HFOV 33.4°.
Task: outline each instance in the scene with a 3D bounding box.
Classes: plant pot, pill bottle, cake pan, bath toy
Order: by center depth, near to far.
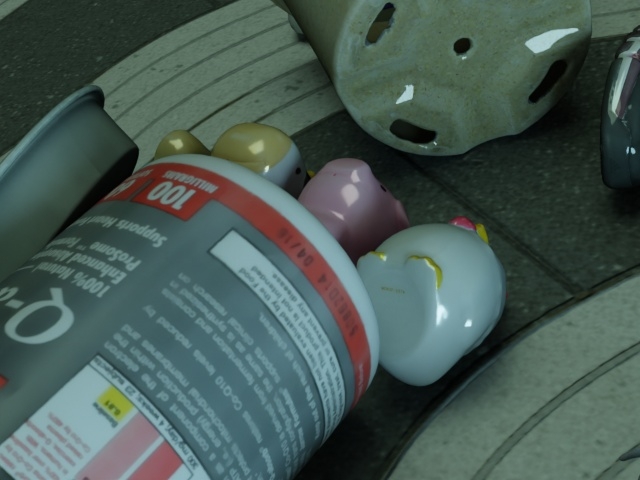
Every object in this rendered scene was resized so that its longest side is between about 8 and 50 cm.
[{"bbox_3d":[-0.144,0.128,0.608,0.210,0.210,0.363,12,44,37],"label":"pill bottle"},{"bbox_3d":[-0.226,0.020,0.792,0.054,0.293,0.293,33,44,-5],"label":"cake pan"},{"bbox_3d":[0.000,0.000,0.809,0.348,0.151,0.129,19,13,41],"label":"bath toy"},{"bbox_3d":[0.093,-0.255,0.982,0.334,0.333,0.305,-17,45,2],"label":"plant pot"}]

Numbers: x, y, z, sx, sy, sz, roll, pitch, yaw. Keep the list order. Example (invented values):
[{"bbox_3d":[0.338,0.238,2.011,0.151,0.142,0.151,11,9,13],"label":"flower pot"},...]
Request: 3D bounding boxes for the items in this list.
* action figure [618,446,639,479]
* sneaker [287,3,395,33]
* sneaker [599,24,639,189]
[{"bbox_3d":[0.263,0.156,0.471,0.285,0.099,0.185,23,38,37],"label":"action figure"},{"bbox_3d":[0.094,-0.377,1.187,0.323,0.236,0.130,-13,34,7],"label":"sneaker"},{"bbox_3d":[0.336,-0.131,0.850,0.163,0.106,0.281,11,43,32],"label":"sneaker"}]
